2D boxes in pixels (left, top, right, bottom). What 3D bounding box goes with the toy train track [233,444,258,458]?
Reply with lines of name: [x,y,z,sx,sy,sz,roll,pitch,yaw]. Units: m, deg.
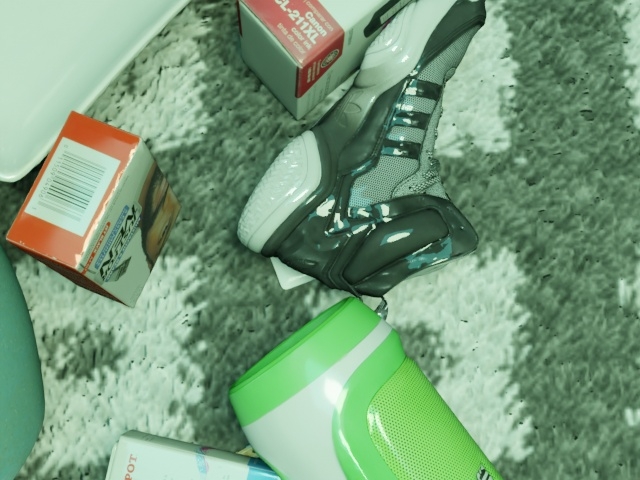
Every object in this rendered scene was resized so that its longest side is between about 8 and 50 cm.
toy train track: [-0.031,0.148,0.689,0.083,0.014,0.048,-27,88,-1]

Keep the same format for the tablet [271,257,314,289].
tablet: [0.000,0.000,0.721,0.083,0.006,0.054,-20,80,-6]

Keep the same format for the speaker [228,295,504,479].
speaker: [0.069,0.186,0.613,0.131,0.131,0.297,-37,90,-8]

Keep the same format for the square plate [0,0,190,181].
square plate: [-0.239,-0.251,0.658,0.347,0.049,0.344,37,65,2]

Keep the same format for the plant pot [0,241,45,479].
plant pot: [-0.293,0.094,0.583,0.290,0.290,0.195,-47,114,-9]

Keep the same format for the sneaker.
sneaker: [0.071,-0.063,0.690,0.153,0.101,0.269,39,80,1]

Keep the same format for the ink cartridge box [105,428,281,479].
ink cartridge box: [-0.092,0.192,0.654,0.122,0.052,0.089,13,86,0]

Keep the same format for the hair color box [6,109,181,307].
hair color box: [-0.149,-0.014,0.637,0.053,0.167,0.093,23,79,4]

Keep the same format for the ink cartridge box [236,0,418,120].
ink cartridge box: [0.026,-0.188,0.695,0.175,0.127,0.072,-41,84,-8]
